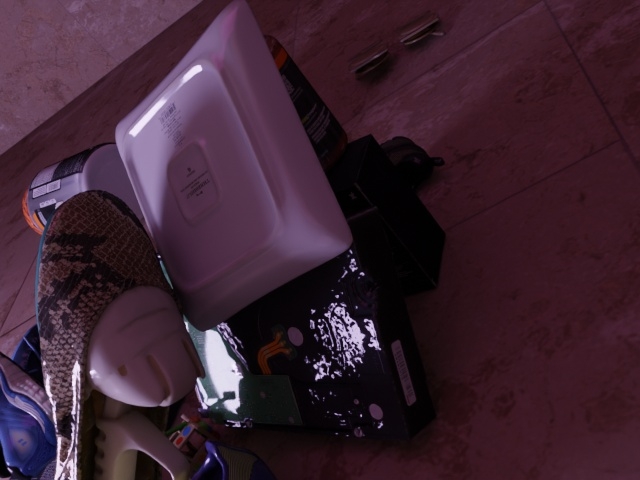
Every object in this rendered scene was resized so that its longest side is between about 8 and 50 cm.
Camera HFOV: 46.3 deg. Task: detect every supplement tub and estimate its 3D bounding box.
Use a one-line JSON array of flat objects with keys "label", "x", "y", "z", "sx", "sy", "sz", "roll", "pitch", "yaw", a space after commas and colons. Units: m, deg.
[{"label": "supplement tub", "x": -0.546, "y": -0.102, "z": 1.730, "sx": 0.315, "sy": 0.193, "sz": 0.194, "roll": -11, "pitch": 43, "yaw": 43}, {"label": "supplement tub", "x": -0.061, "y": -0.161, "z": 0.866, "sx": 0.106, "sy": 0.198, "sz": 0.106, "roll": -30, "pitch": 29, "yaw": 18}]

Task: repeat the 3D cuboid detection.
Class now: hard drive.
[{"label": "hard drive", "x": -0.046, "y": 0.101, "z": 0.856, "sx": 0.338, "sy": 0.237, "sz": 0.064, "roll": -11, "pitch": 9, "yaw": 43}]

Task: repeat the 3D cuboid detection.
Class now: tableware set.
[{"label": "tableware set", "x": 0.142, "y": -0.361, "z": 1.406, "sx": 0.194, "sy": 0.039, "sz": 0.128, "roll": -29, "pitch": 21, "yaw": 12}]

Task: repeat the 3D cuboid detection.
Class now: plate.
[{"label": "plate", "x": -0.120, "y": -0.065, "z": 0.795, "sx": 0.045, "sy": 0.278, "sz": 0.277, "roll": -14, "pitch": -12, "yaw": -46}]

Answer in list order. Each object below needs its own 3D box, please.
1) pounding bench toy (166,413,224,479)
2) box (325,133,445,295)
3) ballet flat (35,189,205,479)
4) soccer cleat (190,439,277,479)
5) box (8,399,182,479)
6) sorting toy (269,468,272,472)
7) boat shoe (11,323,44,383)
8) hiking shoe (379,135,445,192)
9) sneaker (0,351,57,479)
[{"label": "pounding bench toy", "x": -0.173, "y": 0.252, "z": 0.950, "sx": 0.065, "sy": 0.083, "sz": 0.052, "roll": -53, "pitch": 31, "yaw": -16}, {"label": "box", "x": 0.000, "y": 0.000, "z": 0.967, "sx": 0.261, "sy": 0.184, "sz": 0.103, "roll": -19, "pitch": 38, "yaw": 34}, {"label": "ballet flat", "x": -0.207, "y": 0.194, "z": 0.811, "sx": 0.182, "sy": 0.483, "sz": 0.164, "roll": 20, "pitch": 20, "yaw": 36}, {"label": "soccer cleat", "x": -0.159, "y": 0.319, "z": 0.717, "sx": 0.289, "sy": 0.121, "sz": 0.093, "roll": -51, "pitch": 31, "yaw": -13}, {"label": "box", "x": -0.342, "y": 0.313, "z": 1.097, "sx": 0.270, "sy": 0.060, "sz": 0.216, "roll": -17, "pitch": 38, "yaw": 37}, {"label": "sorting toy", "x": -0.078, "y": 0.333, "z": 0.773, "sx": 0.132, "sy": 0.046, "sz": 0.274, "roll": -40, "pitch": 29, "yaw": 4}, {"label": "boat shoe", "x": -0.497, "y": 0.267, "z": 1.323, "sx": 0.089, "sy": 0.109, "sz": 0.259, "roll": -13, "pitch": 57, "yaw": 30}, {"label": "hiking shoe", "x": 0.067, "y": -0.059, "z": 1.058, "sx": 0.227, "sy": 0.086, "sz": 0.114, "roll": -44, "pitch": 27, "yaw": -4}, {"label": "sneaker", "x": -0.482, "y": 0.264, "z": 1.132, "sx": 0.330, "sy": 0.130, "sz": 0.147, "roll": 10, "pitch": 57, "yaw": 52}]
